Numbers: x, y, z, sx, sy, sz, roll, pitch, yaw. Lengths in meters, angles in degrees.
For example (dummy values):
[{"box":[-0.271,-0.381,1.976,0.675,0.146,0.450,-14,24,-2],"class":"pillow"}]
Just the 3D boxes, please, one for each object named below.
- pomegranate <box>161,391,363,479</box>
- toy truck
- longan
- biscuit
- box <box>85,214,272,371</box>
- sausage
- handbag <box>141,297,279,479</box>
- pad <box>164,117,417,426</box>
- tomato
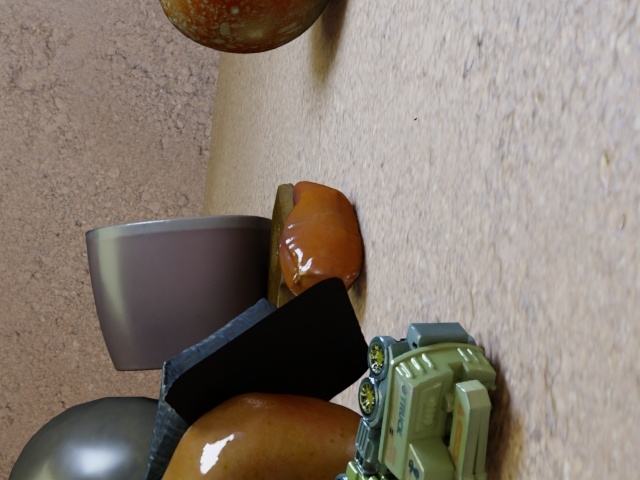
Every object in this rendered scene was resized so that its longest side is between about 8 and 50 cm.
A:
[{"box":[-0.027,0.217,0.851,0.209,0.209,0.209,-175,90,-80],"class":"pomegranate"},{"box":[0.068,0.141,0.711,0.100,0.077,0.168,-129,47,-56],"class":"toy truck"},{"box":[-0.272,0.416,1.605,0.336,0.405,0.404,-110,27,-68],"class":"longan"},{"box":[-0.049,0.042,1.493,0.182,0.034,0.215,-101,17,-60],"class":"biscuit"},{"box":[-0.200,0.081,1.633,0.301,0.301,0.216,166,100,-79],"class":"box"},{"box":[0.000,0.000,1.143,0.179,0.089,0.089,-93,13,-54],"class":"sausage"},{"box":[-0.113,0.188,1.344,0.270,0.089,0.175,-33,-29,-41],"class":"handbag"},{"box":[0.015,0.055,0.940,0.323,0.055,0.250,-51,-22,-15],"class":"pad"},{"box":[-0.083,-0.366,1.374,0.270,0.223,0.270,-41,40,46],"class":"tomato"}]
